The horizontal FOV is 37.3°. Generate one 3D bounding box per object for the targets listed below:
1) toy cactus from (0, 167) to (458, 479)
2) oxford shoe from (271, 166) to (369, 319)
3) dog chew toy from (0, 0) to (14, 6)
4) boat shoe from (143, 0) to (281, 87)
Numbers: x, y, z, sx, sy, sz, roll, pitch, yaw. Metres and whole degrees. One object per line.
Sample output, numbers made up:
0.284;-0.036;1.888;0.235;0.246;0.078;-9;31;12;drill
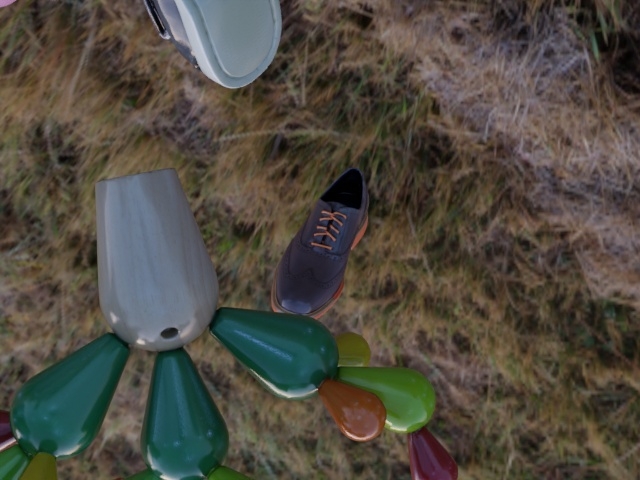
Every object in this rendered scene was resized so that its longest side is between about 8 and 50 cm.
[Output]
-0.057;0.059;0.410;0.219;0.112;0.180;-10;95;0;toy cactus
0.000;0.000;1.299;0.097;0.271;0.098;16;133;8;oxford shoe
-0.351;-0.417;1.256;0.332;0.206;0.206;-28;122;-11;dog chew toy
-0.120;-0.281;0.750;0.113;0.127;0.340;30;154;34;boat shoe
